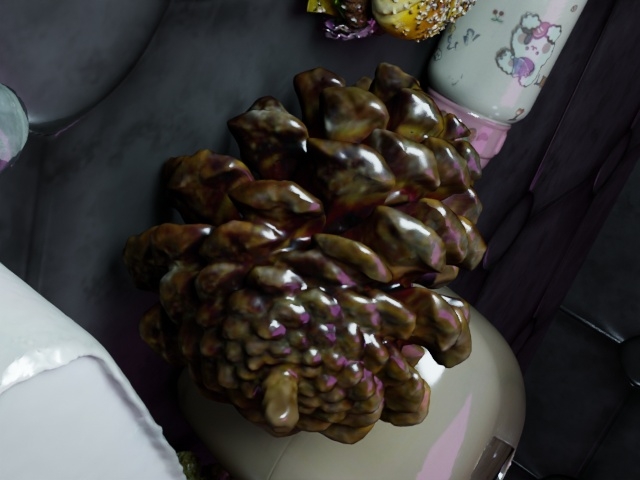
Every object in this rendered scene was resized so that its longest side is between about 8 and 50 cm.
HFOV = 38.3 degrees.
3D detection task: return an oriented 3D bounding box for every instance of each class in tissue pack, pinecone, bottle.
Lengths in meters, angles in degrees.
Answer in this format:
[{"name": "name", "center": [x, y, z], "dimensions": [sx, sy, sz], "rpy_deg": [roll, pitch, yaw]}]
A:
[{"name": "tissue pack", "center": [0.063, 0.166, 0.923], "dimensions": [0.267, 0.276, 0.387], "rpy_deg": [-57, 158, -5]}, {"name": "pinecone", "center": [0.000, 0.000, 0.651], "dimensions": [0.244, 0.244, 0.309], "rpy_deg": [98, 17, -46]}, {"name": "bottle", "center": [0.165, -0.175, 0.882], "dimensions": [0.110, 0.110, 0.233], "rpy_deg": [-10, 130, -60]}]

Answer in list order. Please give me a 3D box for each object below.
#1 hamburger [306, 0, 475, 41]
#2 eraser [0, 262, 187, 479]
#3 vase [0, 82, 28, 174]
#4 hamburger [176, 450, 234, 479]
[{"name": "hamburger", "center": [0.069, -0.214, 0.664], "dimensions": [0.189, 0.093, 0.164], "rpy_deg": [-28, 144, -46]}, {"name": "eraser", "center": [-0.206, 0.170, 0.562], "dimensions": [0.331, 0.150, 0.331], "rpy_deg": [-41, 150, -30]}, {"name": "vase", "center": [-0.194, -0.071, 0.379], "dimensions": [0.059, 0.059, 0.167], "rpy_deg": [-55, 157, -2]}, {"name": "hamburger", "center": [-0.139, 0.271, 0.860], "dimensions": [0.185, 0.131, 0.159], "rpy_deg": [-43, 146, -44]}]
